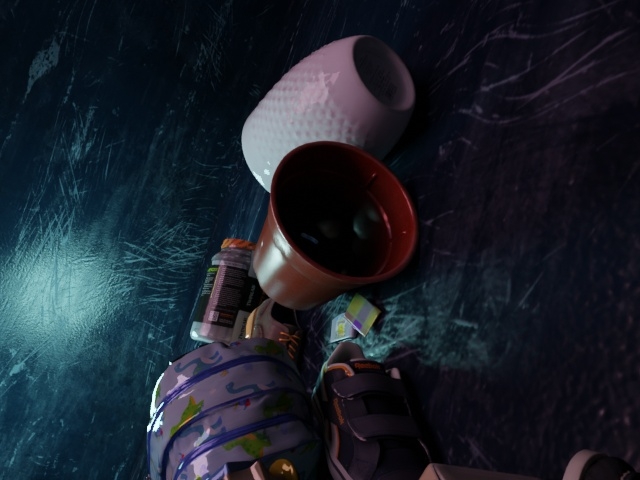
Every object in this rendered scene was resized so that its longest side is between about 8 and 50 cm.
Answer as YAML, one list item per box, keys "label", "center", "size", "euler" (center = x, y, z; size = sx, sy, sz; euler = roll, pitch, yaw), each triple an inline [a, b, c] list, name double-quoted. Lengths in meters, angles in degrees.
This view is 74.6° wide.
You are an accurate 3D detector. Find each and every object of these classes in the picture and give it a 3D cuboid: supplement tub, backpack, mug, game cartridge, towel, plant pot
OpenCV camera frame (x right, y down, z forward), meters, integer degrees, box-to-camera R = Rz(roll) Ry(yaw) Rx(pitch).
- label: "supplement tub"
  center: [-0.267, 0.166, 1.301]
  size: [0.193, 0.194, 0.316]
  euler: [-19, 55, 61]
- label: "backpack"
  center: [-0.125, 0.313, 0.643]
  size: [0.273, 0.290, 0.355]
  euler: [-135, 45, -62]
- label: "mug"
  center: [0.051, -0.286, 0.929]
  size: [0.328, 0.276, 0.374]
  euler: [-28, 16, 49]
- label: "game cartridge"
  center: [0.046, 0.174, 0.842]
  size: [0.083, 0.017, 0.056]
  euler: [-35, 38, 52]
- label: "towel"
  center: [0.077, 0.137, 0.789]
  size: [0.060, 0.009, 0.083]
  euler: [-61, 34, 4]
- label: "plant pot"
  center: [0.000, 0.000, 0.806]
  size: [0.265, 0.272, 0.272]
  euler: [131, 150, -56]

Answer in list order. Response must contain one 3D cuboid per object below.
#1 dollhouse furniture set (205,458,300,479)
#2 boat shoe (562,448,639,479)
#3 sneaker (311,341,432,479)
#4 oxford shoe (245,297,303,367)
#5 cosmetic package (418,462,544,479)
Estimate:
- label: "dollhouse furniture set"
  center: [-0.067, 0.438, 0.442]
  size: [0.303, 0.198, 0.286]
  euler: [-46, 50, 8]
- label: "boat shoe"
  center: [0.226, 0.302, 0.222]
  size: [0.113, 0.127, 0.340]
  euler: [-34, 44, 52]
- label: "sneaker"
  center: [0.068, 0.251, 0.598]
  size: [0.321, 0.126, 0.127]
  euler: [-148, 74, -67]
- label: "oxford shoe"
  center: [-0.108, 0.263, 0.973]
  size: [0.132, 0.130, 0.363]
  euler: [-49, 31, 27]
- label: "cosmetic package"
  center: [0.109, 0.368, 0.383]
  size: [0.309, 0.160, 0.113]
  euler: [-63, 24, 14]
